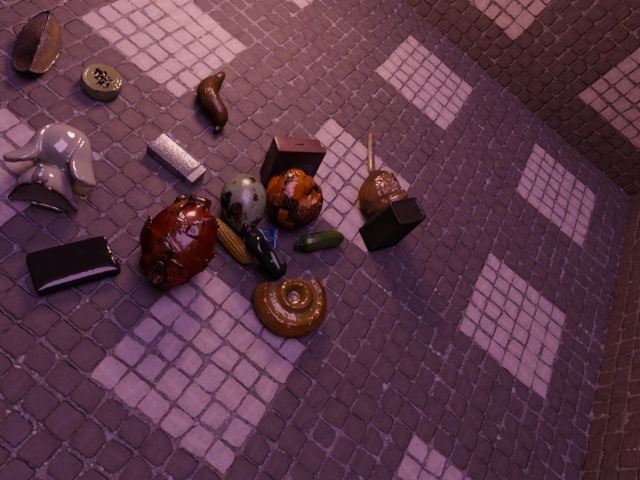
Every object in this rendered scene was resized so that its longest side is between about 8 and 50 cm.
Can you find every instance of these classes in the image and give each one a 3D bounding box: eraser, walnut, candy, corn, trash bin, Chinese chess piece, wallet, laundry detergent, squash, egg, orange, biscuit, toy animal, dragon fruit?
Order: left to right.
[{"bbox_3d":[-0.857,-0.240,1.543,0.249,0.174,0.288,-5,68,-30],"label":"toy animal"},{"bbox_3d":[-0.761,0.072,1.510,0.250,0.044,0.149,-19,70,-33],"label":"wallet"},{"bbox_3d":[-0.819,-0.593,1.821,0.144,0.058,0.143,12,61,-22],"label":"Chinese chess piece"},{"bbox_3d":[-0.538,-0.299,1.817,0.213,0.046,0.091,40,54,-3],"label":"eraser"},{"bbox_3d":[-0.462,0.002,1.593,0.251,0.250,0.314,4,77,-26],"label":"dragon fruit"},{"bbox_3d":[-0.321,0.004,1.757,0.206,0.067,0.067,45,54,1],"label":"corn"},{"bbox_3d":[-0.282,-0.136,1.787,0.169,0.169,0.230,5,67,-25],"label":"egg"},{"bbox_3d":[-0.227,-0.012,1.835,0.137,0.038,0.087,6,75,-17],"label":"candy"},{"bbox_3d":[-0.207,0.032,1.722,0.221,0.078,0.144,54,6,-29],"label":"laundry detergent"},{"bbox_3d":[-0.104,-0.160,1.876,0.235,0.182,0.234,5,82,-43],"label":"orange"},{"bbox_3d":[-0.093,0.237,1.737,0.275,0.091,0.213,-7,66,-32],"label":"biscuit"},{"bbox_3d":[0.000,0.000,1.919,0.219,0.077,0.068,-12,74,-29],"label":"squash"},{"bbox_3d":[0.250,-0.221,2.092,0.238,0.204,0.141,-105,172,-63],"label":"walnut"},{"bbox_3d":[0.295,-0.067,2.003,0.164,0.240,0.122,-14,72,-32],"label":"trash bin"}]

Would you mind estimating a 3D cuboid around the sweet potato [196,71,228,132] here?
[{"bbox_3d":[-0.442,-0.584,1.989,0.124,0.098,0.309,17,54,-44],"label":"sweet potato"}]

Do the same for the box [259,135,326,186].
[{"bbox_3d":[-0.117,-0.310,1.940,0.215,0.215,0.086,-3,55,-28],"label":"box"}]

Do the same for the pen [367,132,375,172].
[{"bbox_3d":[0.240,-0.411,2.288,0.040,0.032,0.233,32,50,-38],"label":"pen"}]

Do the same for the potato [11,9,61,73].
[{"bbox_3d":[-1.027,-0.693,1.767,0.121,0.100,0.260,4,73,18],"label":"potato"}]
